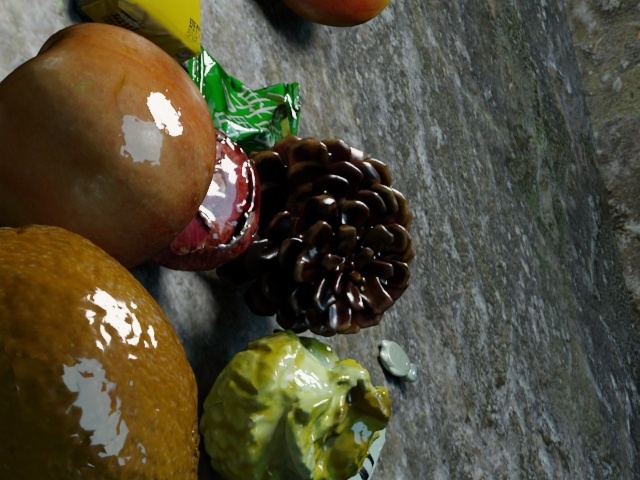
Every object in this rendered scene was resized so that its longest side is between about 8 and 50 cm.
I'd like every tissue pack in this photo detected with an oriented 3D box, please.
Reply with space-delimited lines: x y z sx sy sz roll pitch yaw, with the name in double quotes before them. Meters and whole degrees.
"tissue pack" -0.213 -0.293 1.863 0.169 0.082 0.120 37 44 -53

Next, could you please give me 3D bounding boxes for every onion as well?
"onion" -0.159 -0.042 1.776 0.184 0.147 0.184 12 59 -20

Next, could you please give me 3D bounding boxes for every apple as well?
"apple" -0.226 -0.096 1.537 0.253 0.253 0.253 44 38 -47

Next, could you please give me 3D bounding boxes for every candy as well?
"candy" -0.102 -0.158 2.025 0.203 0.078 0.141 19 46 -47

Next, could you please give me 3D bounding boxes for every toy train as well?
"toy train" 0.052 0.287 2.097 0.043 0.047 0.207 64 27 -22

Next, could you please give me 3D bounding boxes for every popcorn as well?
"popcorn" -0.036 0.204 1.795 0.221 0.184 0.204 -2 116 -55

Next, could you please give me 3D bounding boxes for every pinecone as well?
"pinecone" -0.003 0.001 1.861 0.246 0.246 0.292 63 -6 -21

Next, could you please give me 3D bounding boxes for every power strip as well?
"power strip" 0.111 0.182 2.319 0.083 0.035 0.055 40 38 -29

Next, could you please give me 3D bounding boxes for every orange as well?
"orange" -0.253 0.167 1.225 0.322 0.322 0.357 -1 85 -65

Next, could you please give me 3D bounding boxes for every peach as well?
"peach" 0.014 -0.426 2.273 0.231 0.231 0.231 44 38 -47

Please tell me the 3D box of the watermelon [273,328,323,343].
"watermelon" -0.021 0.166 1.957 0.109 0.109 0.109 44 38 -47
